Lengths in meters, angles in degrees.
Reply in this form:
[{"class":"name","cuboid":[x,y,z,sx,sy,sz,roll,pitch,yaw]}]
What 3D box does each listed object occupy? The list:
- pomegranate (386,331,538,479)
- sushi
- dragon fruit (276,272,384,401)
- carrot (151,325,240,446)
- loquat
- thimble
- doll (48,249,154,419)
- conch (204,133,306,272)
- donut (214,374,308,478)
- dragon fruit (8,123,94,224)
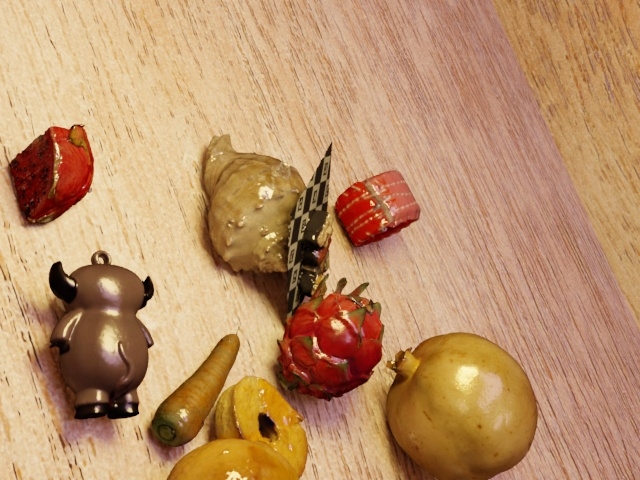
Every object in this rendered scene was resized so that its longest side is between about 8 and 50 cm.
[{"class":"pomegranate","cuboid":[0.267,0.321,1.792,0.319,0.319,0.319,29,45,-34]},{"class":"sushi","cuboid":[0.000,0.000,1.736,0.050,0.290,0.264,12,38,12]},{"class":"dragon fruit","cuboid":[0.029,0.180,1.672,0.274,0.193,0.192,-46,111,-25]},{"class":"carrot","cuboid":[-0.186,0.229,1.505,0.078,0.078,0.298,50,33,-11]},{"class":"loquat","cuboid":[-0.129,0.405,1.328,0.238,0.193,0.238,8,76,-38]},{"class":"thimble","cuboid":[0.127,-0.069,2.008,0.125,0.163,0.189,63,22,8]},{"class":"doll","cuboid":[-0.325,0.139,1.362,0.182,0.117,0.257,12,56,-47]},{"class":"conch","cuboid":[-0.107,-0.074,1.739,0.263,0.186,0.324,34,40,-60]},{"class":"donut","cuboid":[-0.105,0.321,1.508,0.190,0.074,0.174,47,31,-25]},{"class":"dragon fruit","cuboid":[-0.402,-0.106,1.452,0.161,0.120,0.127,-14,81,-58]}]
